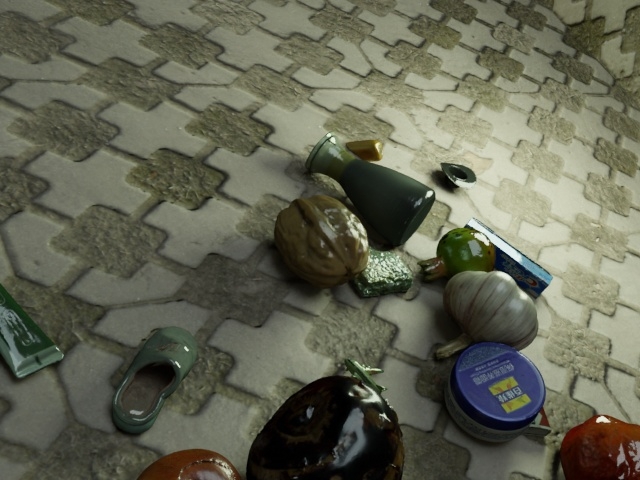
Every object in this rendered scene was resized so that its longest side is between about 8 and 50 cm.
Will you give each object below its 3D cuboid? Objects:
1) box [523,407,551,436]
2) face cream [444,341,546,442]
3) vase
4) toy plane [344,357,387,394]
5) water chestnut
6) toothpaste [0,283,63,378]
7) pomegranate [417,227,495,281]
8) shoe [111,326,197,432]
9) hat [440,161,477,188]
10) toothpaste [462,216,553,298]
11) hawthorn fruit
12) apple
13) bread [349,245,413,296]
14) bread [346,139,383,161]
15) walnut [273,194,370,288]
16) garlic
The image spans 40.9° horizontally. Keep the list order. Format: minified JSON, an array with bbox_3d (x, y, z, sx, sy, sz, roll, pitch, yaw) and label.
[{"bbox_3d":[0.457,0.363,1.983,0.115,0.036,0.177,12,43,-24],"label":"box"},{"bbox_3d":[0.378,0.334,1.877,0.206,0.111,0.206,5,47,-6],"label":"face cream"},{"bbox_3d":[0.120,-0.139,2.191,0.321,0.173,0.173,36,39,14],"label":"vase"},{"bbox_3d":[0.091,0.291,1.812,0.111,0.040,0.102,40,38,10],"label":"toy plane"},{"bbox_3d":[0.023,0.398,1.520,0.300,0.300,0.300,18,42,-17],"label":"water chestnut"},{"bbox_3d":[-0.615,0.086,1.549,0.392,0.061,0.099,48,42,13],"label":"toothpaste"},{"bbox_3d":[0.344,0.048,2.156,0.205,0.159,0.159,-18,57,-14],"label":"pomegranate"},{"bbox_3d":[-0.295,0.237,1.571,0.103,0.100,0.251,29,42,-4],"label":"shoe"},{"bbox_3d":[0.392,-0.181,2.483,0.121,0.050,0.121,15,40,-13],"label":"hat"},{"bbox_3d":[0.495,0.045,2.308,0.272,0.066,0.053,37,39,6],"label":"toothpaste"},{"bbox_3d":[0.618,0.508,1.828,0.208,0.207,0.243,25,45,-9],"label":"hawthorn fruit"},{"bbox_3d":[-0.210,0.437,1.364,0.210,0.173,0.234,22,40,-13],"label":"apple"},{"bbox_3d":[0.115,0.063,2.044,0.232,0.064,0.172,29,38,-3],"label":"bread"},{"bbox_3d":[0.127,-0.251,2.391,0.049,0.103,0.062,-48,126,-40],"label":"bread"},{"bbox_3d":[0.000,0.000,1.939,0.198,0.198,0.245,-9,50,-39],"label":"walnut"},{"bbox_3d":[0.364,0.195,1.995,0.245,0.245,0.253,42,76,11],"label":"garlic"}]
